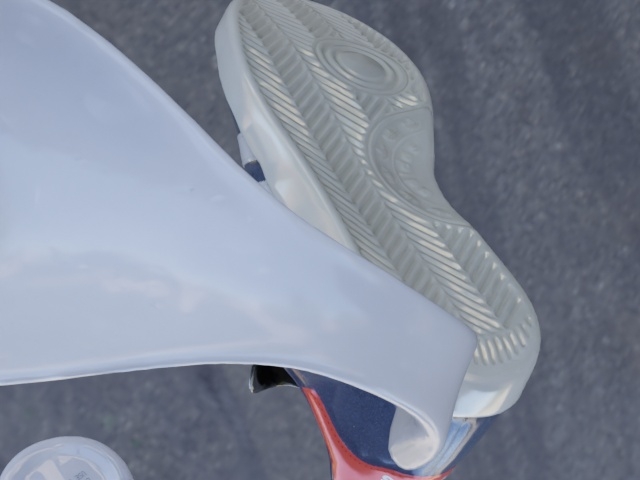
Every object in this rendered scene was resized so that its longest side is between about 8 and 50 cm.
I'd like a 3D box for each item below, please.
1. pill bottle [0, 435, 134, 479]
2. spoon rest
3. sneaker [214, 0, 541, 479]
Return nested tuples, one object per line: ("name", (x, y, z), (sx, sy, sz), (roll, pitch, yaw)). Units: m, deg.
("pill bottle", (-0.164, 0.201, 1.118), (0.087, 0.087, 0.160), (23, 144, 10))
("spoon rest", (-0.062, 0.003, 0.583), (0.276, 0.137, 0.084), (23, 164, -19))
("sneaker", (0.000, 0.000, 0.955), (0.131, 0.350, 0.148), (8, 128, -23))
